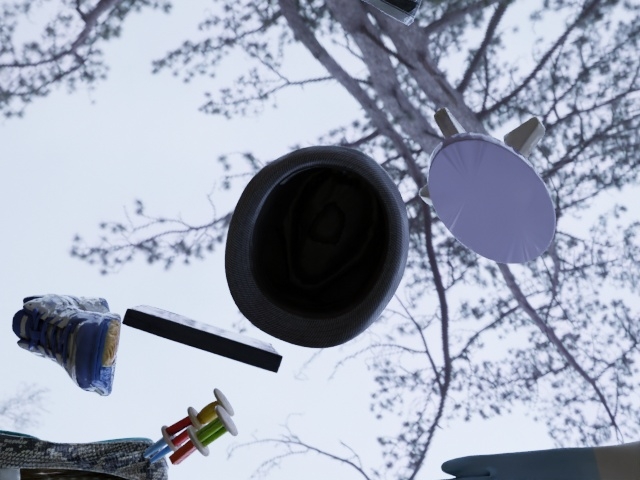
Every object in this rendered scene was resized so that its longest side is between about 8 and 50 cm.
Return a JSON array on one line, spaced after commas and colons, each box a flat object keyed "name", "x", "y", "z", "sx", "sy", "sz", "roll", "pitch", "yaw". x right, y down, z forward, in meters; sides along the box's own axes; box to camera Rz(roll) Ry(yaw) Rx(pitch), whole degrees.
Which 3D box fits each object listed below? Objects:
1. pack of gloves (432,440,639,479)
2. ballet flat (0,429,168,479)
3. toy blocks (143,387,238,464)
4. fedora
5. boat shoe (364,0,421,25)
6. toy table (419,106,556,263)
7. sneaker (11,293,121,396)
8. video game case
[{"name": "pack of gloves", "x": 0.165, "y": 0.219, "z": 0.456, "sx": 0.232, "sy": 0.046, "sz": 0.195, "roll": -14, "pitch": -135, "yaw": 22}, {"name": "ballet flat", "x": -0.490, "y": 0.439, "z": 1.260, "sx": 0.164, "sy": 0.483, "sz": 0.182, "roll": -56, "pitch": -141, "yaw": 26}, {"name": "toy blocks", "x": -0.201, "y": 0.298, "z": 1.056, "sx": 0.148, "sy": 0.054, "sz": 0.123, "roll": -35, "pitch": -166, "yaw": -3}, {"name": "fedora", "x": 0.000, "y": 0.000, "z": 0.986, "sx": 0.244, "sy": 0.124, "sz": 0.275, "roll": 16, "pitch": -79, "yaw": 4}, {"name": "boat shoe", "x": 0.067, "y": -0.335, "z": 0.925, "sx": 0.040, "sy": 0.142, "sz": 0.049, "roll": -59, "pitch": -170, "yaw": 22}, {"name": "toy table", "x": 0.289, "y": -0.102, "z": 1.232, "sx": 0.252, "sy": 0.274, "sz": 0.160, "roll": -22, "pitch": -149, "yaw": 19}, {"name": "sneaker", "x": -0.347, "y": 0.135, "z": 0.946, "sx": 0.296, "sy": 0.131, "sz": 0.111, "roll": 6, "pitch": -95, "yaw": 65}, {"name": "video game case", "x": -0.213, "y": 0.176, "z": 1.294, "sx": 0.248, "sy": 0.275, "sz": 0.035, "roll": 158, "pitch": -50, "yaw": -81}]
